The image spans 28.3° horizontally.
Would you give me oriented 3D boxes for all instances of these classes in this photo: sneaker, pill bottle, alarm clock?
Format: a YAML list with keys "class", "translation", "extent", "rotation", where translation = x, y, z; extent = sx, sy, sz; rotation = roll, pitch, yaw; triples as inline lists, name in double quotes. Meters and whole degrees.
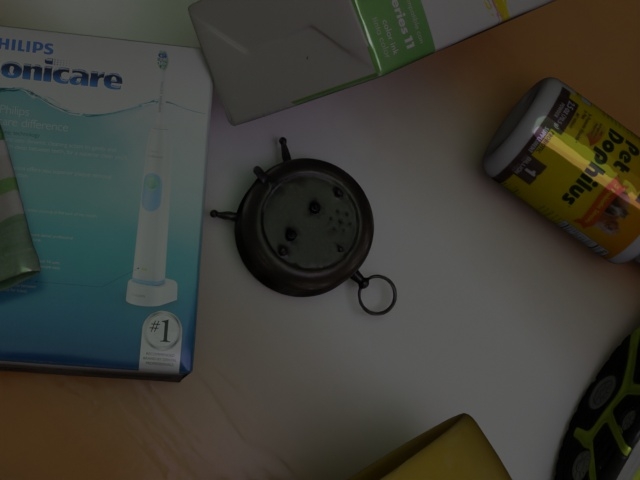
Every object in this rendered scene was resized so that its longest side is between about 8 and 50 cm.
- class: "sneaker"
  translation: [0.370, 0.138, 1.230]
  extent: [0.147, 0.145, 0.384]
  rotation: [38, 80, -12]
- class: "pill bottle"
  translation: [0.276, -0.057, 1.253]
  extent: [0.215, 0.117, 0.117]
  rotation: [35, 75, -5]
- class: "alarm clock"
  translation: [0.000, 0.000, 1.216]
  extent: [0.192, 0.064, 0.129]
  rotation: [43, 75, -5]

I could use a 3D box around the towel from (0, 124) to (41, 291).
- class: "towel"
  translation: [-0.386, -0.076, 1.075]
  extent: [0.248, 0.038, 0.324]
  rotation: [-23, 72, 12]

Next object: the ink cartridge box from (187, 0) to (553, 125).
- class: "ink cartridge box"
  translation: [0.082, -0.228, 1.155]
  extent: [0.353, 0.207, 0.119]
  rotation: [-29, 101, -40]

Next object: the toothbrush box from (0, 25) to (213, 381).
- class: "toothbrush box"
  translation: [-0.215, -0.028, 1.138]
  extent: [0.216, 0.126, 0.295]
  rotation: [4, 80, -11]

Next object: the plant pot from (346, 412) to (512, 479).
- class: "plant pot"
  translation: [0.084, 0.312, 1.071]
  extent: [0.254, 0.254, 0.239]
  rotation: [-31, 84, -15]
